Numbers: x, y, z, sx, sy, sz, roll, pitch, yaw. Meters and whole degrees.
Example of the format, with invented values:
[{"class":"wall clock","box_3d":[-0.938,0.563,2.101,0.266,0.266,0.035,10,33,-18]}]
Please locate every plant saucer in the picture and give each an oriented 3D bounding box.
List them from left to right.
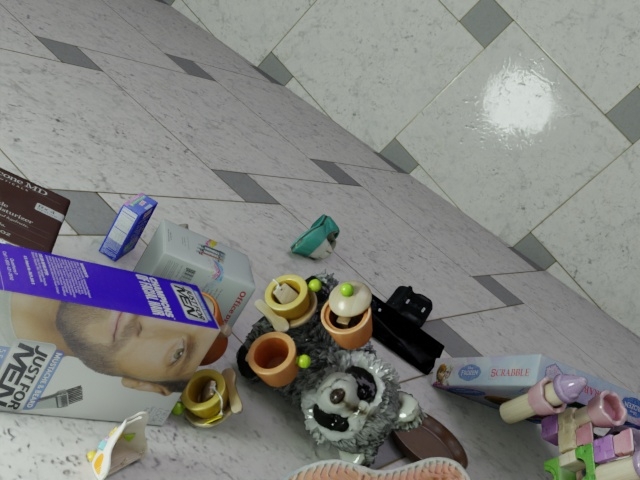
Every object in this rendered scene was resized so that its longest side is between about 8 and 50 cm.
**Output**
[{"class":"plant saucer","box_3d":[0.191,0.369,1.518,0.168,0.029,0.168,29,18,-11]}]

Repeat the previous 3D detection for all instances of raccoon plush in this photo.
[{"class":"raccoon plush","box_3d":[0.064,0.216,1.461,0.299,0.216,0.446,45,21,13]}]

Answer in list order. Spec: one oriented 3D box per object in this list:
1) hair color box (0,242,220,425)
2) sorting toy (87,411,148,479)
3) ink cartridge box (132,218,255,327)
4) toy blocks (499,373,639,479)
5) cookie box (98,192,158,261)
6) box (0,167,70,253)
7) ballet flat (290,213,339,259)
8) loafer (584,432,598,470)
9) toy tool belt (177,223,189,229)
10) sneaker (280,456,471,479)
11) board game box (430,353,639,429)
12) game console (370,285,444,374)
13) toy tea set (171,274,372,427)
[{"class":"hair color box","box_3d":[-0.323,0.127,1.073,0.339,0.185,0.110,15,26,-40]},{"class":"sorting toy","box_3d":[-0.248,0.250,1.051,0.045,0.075,0.083,38,19,16]},{"class":"ink cartridge box","box_3d":[-0.222,0.071,1.454,0.176,0.128,0.127,25,20,-22]},{"class":"toy blocks","box_3d":[0.505,0.396,1.442,0.309,0.260,0.288,26,50,-23]},{"class":"cookie box","box_3d":[-0.350,-0.026,1.526,0.040,0.107,0.092,32,19,0]},{"class":"box","box_3d":[-0.469,0.013,1.151,0.168,0.167,0.203,26,20,-18]},{"class":"ballet flat","box_3d":[0.000,0.000,2.063,0.087,0.083,0.247,47,21,-1]},{"class":"loafer","box_3d":[0.627,0.506,1.816,0.220,0.080,0.078,45,-10,36]},{"class":"toy tool belt","box_3d":[-0.300,-0.010,1.674,0.051,0.052,0.083,3,11,13]},{"class":"sneaker","box_3d":[0.066,0.383,1.200,0.302,0.121,0.108,4,52,-22]},{"class":"board game box","box_3d":[0.449,0.314,1.720,0.318,0.065,0.319,23,-19,-24]},{"class":"game console","box_3d":[0.207,0.187,1.977,0.213,0.044,0.361,36,20,7]},{"class":"toy tea set","box_3d":[-0.090,0.123,1.233,0.124,0.336,0.200,70,-7,-47]}]
